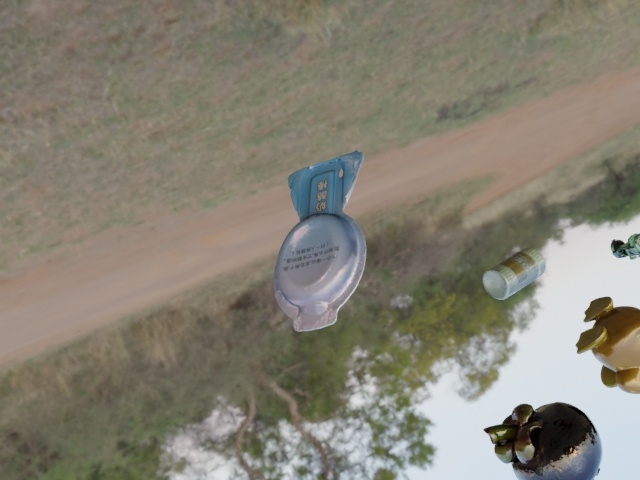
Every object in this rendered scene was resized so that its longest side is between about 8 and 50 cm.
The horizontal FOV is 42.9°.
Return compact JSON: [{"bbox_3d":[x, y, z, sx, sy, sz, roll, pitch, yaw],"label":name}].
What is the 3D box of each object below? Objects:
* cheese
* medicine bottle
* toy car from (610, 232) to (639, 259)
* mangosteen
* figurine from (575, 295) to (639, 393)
[{"bbox_3d":[0.000,0.000,1.028,0.135,0.245,0.052,-14,145,28],"label":"cheese"},{"bbox_3d":[0.268,0.045,1.125,0.083,0.047,0.047,-27,178,-32],"label":"medicine bottle"},{"bbox_3d":[0.599,-0.006,1.478,0.143,0.054,0.073,-27,-179,-21],"label":"toy car"},{"bbox_3d":[0.432,0.395,1.589,0.194,0.230,0.194,-64,177,-6],"label":"mangosteen"},{"bbox_3d":[0.692,0.242,1.796,0.215,0.228,0.215,-27,-152,16],"label":"figurine"}]
